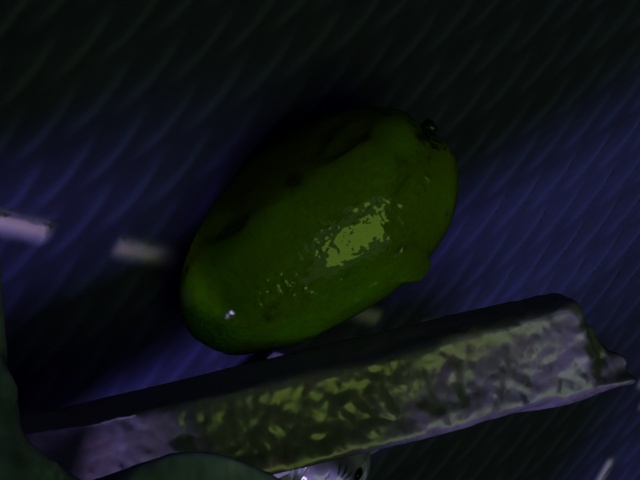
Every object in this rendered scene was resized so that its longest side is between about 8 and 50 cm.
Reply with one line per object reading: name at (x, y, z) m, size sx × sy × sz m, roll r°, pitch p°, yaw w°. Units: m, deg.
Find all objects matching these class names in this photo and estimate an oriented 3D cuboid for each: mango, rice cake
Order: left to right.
rice cake at (-0.025, 0.093, 0.781) m, size 0.399 × 0.070 × 0.064 m, roll -11°, pitch 91°, yaw -13°
mango at (0.000, 0.000, 0.789) m, size 0.178 × 0.100 × 0.119 m, roll -37°, pitch 139°, yaw 1°

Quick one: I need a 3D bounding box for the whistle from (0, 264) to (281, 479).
whistle at (-0.130, 0.136, 0.594) m, size 0.188 × 0.168 × 0.405 m, roll -39°, pitch 98°, yaw -38°

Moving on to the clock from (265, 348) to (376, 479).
clock at (-0.039, 0.162, 0.875) m, size 0.176 × 0.080 × 0.117 m, roll -48°, pitch 136°, yaw -5°
